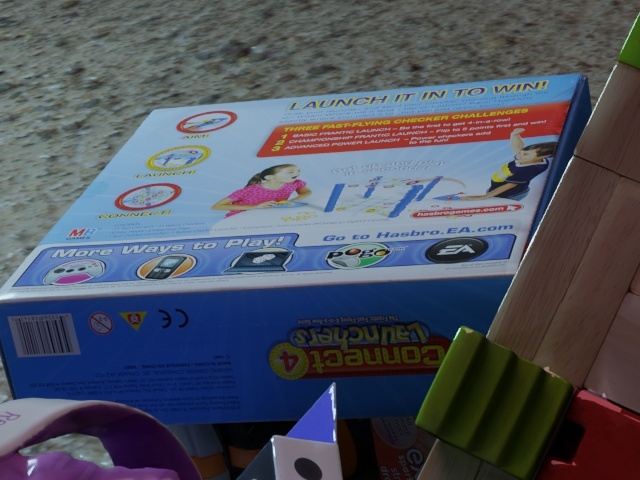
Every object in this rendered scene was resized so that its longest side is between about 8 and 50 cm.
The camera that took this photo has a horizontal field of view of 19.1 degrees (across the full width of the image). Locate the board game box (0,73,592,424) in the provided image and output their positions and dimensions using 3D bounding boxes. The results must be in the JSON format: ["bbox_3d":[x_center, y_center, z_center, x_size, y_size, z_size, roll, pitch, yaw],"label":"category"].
[{"bbox_3d":[0.000,0.000,1.164,0.308,0.086,0.302,-3,24,17],"label":"board game box"}]

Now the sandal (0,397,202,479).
[{"bbox_3d":[-0.072,0.111,0.676,0.416,0.102,0.169,14,26,-36],"label":"sandal"}]

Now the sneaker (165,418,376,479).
[{"bbox_3d":[-0.051,0.080,1.301,0.180,0.125,0.321,-12,34,-18],"label":"sneaker"}]

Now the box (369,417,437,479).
[{"bbox_3d":[0.146,0.089,1.169,0.122,0.128,0.257,5,27,32],"label":"box"}]

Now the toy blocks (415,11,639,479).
[{"bbox_3d":[0.196,0.106,0.856,0.261,0.381,0.191,24,-5,20],"label":"toy blocks"}]

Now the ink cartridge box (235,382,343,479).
[{"bbox_3d":[-0.056,0.193,0.893,0.045,0.206,0.208,26,32,-23],"label":"ink cartridge box"}]
